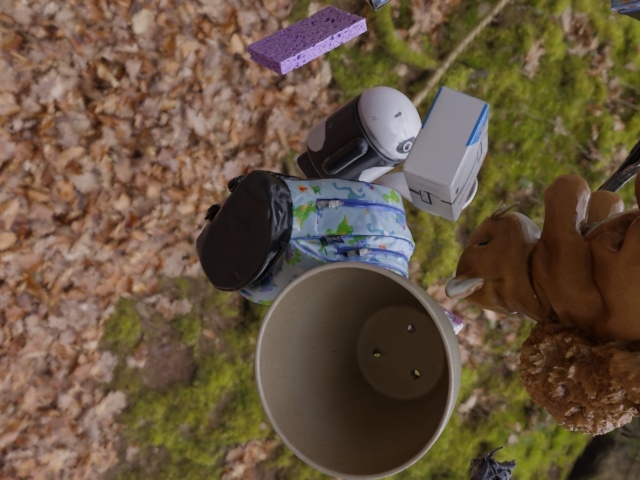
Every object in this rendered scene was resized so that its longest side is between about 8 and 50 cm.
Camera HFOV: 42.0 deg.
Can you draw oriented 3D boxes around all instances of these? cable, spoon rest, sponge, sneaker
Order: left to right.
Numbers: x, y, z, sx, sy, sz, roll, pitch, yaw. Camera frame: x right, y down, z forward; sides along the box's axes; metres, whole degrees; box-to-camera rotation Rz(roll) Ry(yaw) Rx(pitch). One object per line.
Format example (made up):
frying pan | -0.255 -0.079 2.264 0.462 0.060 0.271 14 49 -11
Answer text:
sponge | -0.027 -0.394 1.629 0.210 0.117 0.031 -32 132 -21
spoon rest | 0.221 -0.112 1.880 0.084 0.276 0.137 50 50 -43
sneaker | 0.236 0.217 1.809 0.104 0.095 0.236 -58 164 18
cable | 0.596 -0.127 1.563 0.139 0.072 0.287 -49 170 -42

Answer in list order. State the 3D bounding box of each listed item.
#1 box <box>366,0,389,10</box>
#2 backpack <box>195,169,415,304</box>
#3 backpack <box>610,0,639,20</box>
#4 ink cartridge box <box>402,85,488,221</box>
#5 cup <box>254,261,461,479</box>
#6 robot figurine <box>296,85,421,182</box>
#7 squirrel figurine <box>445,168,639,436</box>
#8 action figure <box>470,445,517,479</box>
box | 0.180 -0.590 1.488 0.307 0.076 0.242 -34 154 -1
backpack | 0.000 0.000 1.529 0.356 0.273 0.290 -15 161 -40
backpack | 0.610 -0.478 1.468 0.158 0.117 0.173 -146 -107 -70
ink cartridge box | 0.206 -0.133 1.344 0.148 0.086 0.203 -65 164 -8
cup | 0.093 0.197 1.358 0.237 0.331 0.331 0 117 -63
robot figurine | 0.085 -0.206 1.770 0.278 0.174 0.209 -31 -134 32
squirrel figurine | 0.381 0.099 1.265 0.281 0.371 0.396 11 76 -54
action figure | 0.372 0.593 1.933 0.164 0.141 0.275 -16 108 -38
